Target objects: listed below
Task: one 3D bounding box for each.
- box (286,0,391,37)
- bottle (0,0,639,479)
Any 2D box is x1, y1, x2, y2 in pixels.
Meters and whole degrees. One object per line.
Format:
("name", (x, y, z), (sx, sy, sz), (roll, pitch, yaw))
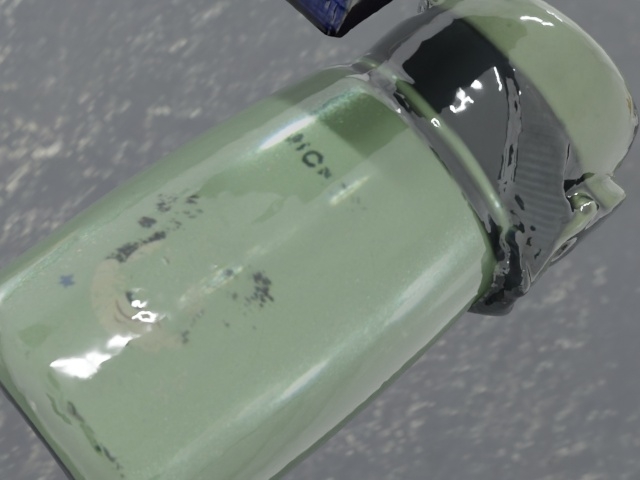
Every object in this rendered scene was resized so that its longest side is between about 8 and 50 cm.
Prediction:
("box", (-0.023, -0.223, 0.867), (0.259, 0.071, 0.168), (44, 58, 15))
("bottle", (0.002, 0.001, 0.960), (0.347, 0.168, 0.168), (-36, 92, -10))
